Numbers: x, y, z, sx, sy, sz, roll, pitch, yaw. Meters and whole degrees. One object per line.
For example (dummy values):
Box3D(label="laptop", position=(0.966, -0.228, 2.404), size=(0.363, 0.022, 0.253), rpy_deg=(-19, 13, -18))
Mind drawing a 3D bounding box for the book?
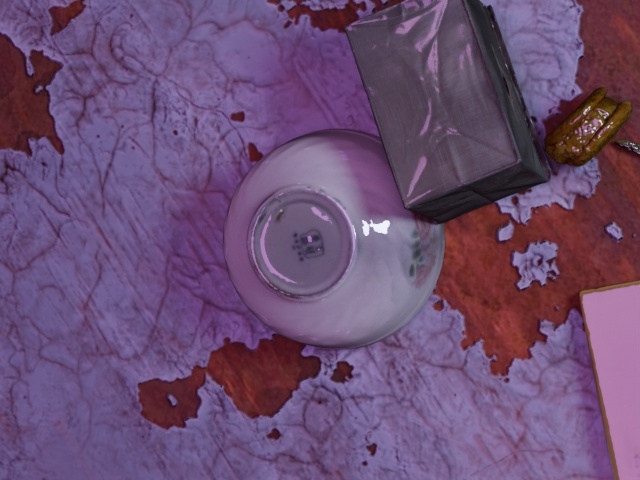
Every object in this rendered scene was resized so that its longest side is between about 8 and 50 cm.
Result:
Box3D(label="book", position=(0.506, 0.153, 1.875), size=(0.389, 0.032, 0.269), rpy_deg=(-10, 88, 18))

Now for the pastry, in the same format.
Box3D(label="pastry", position=(0.307, -0.130, 1.893), size=(0.057, 0.097, 0.109), rpy_deg=(43, 92, 7))

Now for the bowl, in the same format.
Box3D(label="bowl", position=(0.000, 0.000, 1.976), size=(0.277, 0.145, 0.277), rpy_deg=(1, 92, 20))

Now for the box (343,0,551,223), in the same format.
Box3D(label="box", position=(0.149, -0.158, 1.898), size=(0.155, 0.149, 0.231), rpy_deg=(-20, 77, 17))

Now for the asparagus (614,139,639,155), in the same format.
Box3D(label="asparagus", position=(0.412, -0.077, 1.904), size=(0.163, 0.016, 0.016), rpy_deg=(34, 92, 16))
